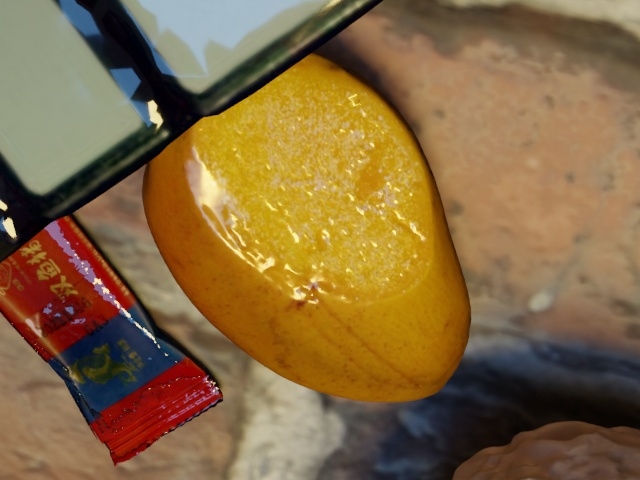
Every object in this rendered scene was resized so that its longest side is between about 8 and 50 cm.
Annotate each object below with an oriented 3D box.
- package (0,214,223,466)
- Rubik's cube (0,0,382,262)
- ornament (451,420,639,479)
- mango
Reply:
[{"bbox_3d":[-0.145,0.034,0.759,0.083,0.022,0.200,-32,103,18],"label":"package"},{"bbox_3d":[-0.131,-0.174,0.533,0.294,0.288,0.283,-35,103,16],"label":"Rubik's cube"},{"bbox_3d":[0.136,0.220,0.670,0.225,0.259,0.259,11,113,1],"label":"ornament"},{"bbox_3d":[-0.001,-0.001,0.687,0.141,0.102,0.217,-42,108,-4],"label":"mango"}]
